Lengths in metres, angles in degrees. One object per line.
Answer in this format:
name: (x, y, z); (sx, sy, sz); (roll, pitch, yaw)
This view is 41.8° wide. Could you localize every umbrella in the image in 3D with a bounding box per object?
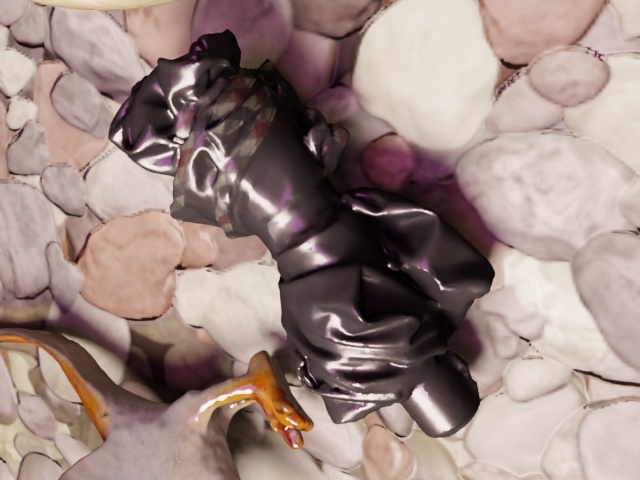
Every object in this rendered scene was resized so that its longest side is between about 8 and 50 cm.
umbrella: (0.000, -0.001, 0.492); (0.272, 0.122, 0.110); (51, 164, 1)

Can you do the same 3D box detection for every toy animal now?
toy animal: (-0.140, 0.144, 0.622); (0.302, 0.225, 0.284); (-29, 70, 18)

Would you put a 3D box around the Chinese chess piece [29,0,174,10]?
Chinese chess piece: (-0.116, -0.289, 0.418); (0.338, 0.140, 0.338); (4, 103, 18)
